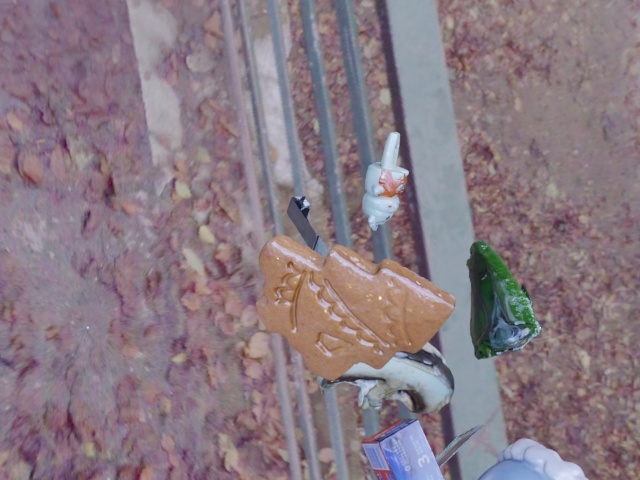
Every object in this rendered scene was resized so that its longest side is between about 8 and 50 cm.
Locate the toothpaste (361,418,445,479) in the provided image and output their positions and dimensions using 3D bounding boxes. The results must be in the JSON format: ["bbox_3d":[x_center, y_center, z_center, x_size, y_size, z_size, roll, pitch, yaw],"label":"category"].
[{"bbox_3d":[0.164,0.420,1.062,0.076,0.066,0.320,-21,86,-27],"label":"toothpaste"}]

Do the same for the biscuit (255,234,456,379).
[{"bbox_3d":[0.045,0.102,1.074,0.284,0.306,0.043,66,32,-31],"label":"biscuit"}]

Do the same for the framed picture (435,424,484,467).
[{"bbox_3d":[0.271,0.474,1.619,0.011,0.142,0.183,48,112,24],"label":"framed picture"}]

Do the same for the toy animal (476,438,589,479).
[{"bbox_3d":[0.231,0.343,0.832,0.204,0.208,0.156,-37,134,-15],"label":"toy animal"}]

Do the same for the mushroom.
[{"bbox_3d":[0.154,0.308,1.732,0.344,0.247,0.130,12,45,-19],"label":"mushroom"}]

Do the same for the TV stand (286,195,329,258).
[{"bbox_3d":[0.000,0.000,1.640,0.040,0.049,0.256,-7,45,-30],"label":"TV stand"}]

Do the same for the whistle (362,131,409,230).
[{"bbox_3d":[0.160,-0.143,1.829,0.105,0.102,0.253,8,107,-8],"label":"whistle"}]

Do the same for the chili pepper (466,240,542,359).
[{"bbox_3d":[0.260,0.091,1.122,0.062,0.108,0.216,45,27,-40],"label":"chili pepper"}]
